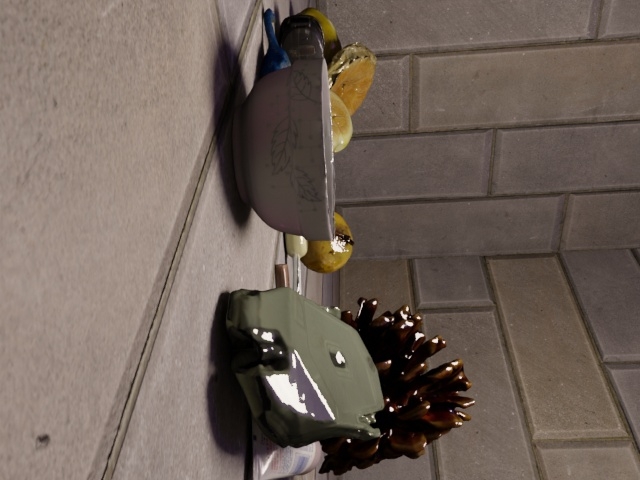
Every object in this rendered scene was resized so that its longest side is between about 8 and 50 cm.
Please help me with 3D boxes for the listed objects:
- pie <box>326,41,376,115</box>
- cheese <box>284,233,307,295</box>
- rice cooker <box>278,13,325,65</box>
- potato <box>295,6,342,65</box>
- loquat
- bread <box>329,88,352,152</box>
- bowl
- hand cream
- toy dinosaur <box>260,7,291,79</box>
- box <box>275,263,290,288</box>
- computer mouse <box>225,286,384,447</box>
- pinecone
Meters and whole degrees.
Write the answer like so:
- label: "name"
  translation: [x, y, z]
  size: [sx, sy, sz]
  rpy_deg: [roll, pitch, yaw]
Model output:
- label: "pie"
  translation: [0.050, -0.432, 1.924]
  size: [0.339, 0.083, 0.339]
  rpy_deg: [-50, 169, -14]
- label: "cheese"
  translation: [-0.056, 0.023, 1.528]
  size: [0.127, 0.050, 0.234]
  rpy_deg: [80, 9, -77]
- label: "rice cooker"
  translation: [-0.045, -0.462, 1.578]
  size: [0.106, 0.112, 0.165]
  rpy_deg: [-96, -176, -63]
- label: "potato"
  translation: [-0.020, -0.574, 1.903]
  size: [0.157, 0.157, 0.194]
  rpy_deg: [-82, 149, -67]
- label: "loquat"
  translation: [0.000, 0.000, 1.701]
  size: [0.204, 0.149, 0.172]
  rpy_deg: [-3, -66, 62]
- label: "bread"
  translation: [-0.007, -0.315, 1.715]
  size: [0.213, 0.105, 0.213]
  rpy_deg: [25, 55, -41]
- label: "bowl"
  translation: [-0.054, -0.138, 1.036]
  size: [0.287, 0.144, 0.286]
  rpy_deg: [-3, 90, -85]
- label: "hand cream"
  translation: [-0.069, 0.338, 1.069]
  size: [0.248, 0.083, 0.133]
  rpy_deg: [56, 24, -60]
- label: "toy dinosaur"
  translation: [-0.099, -0.363, 1.273]
  size: [0.247, 0.075, 0.188]
  rpy_deg: [-63, 142, -71]
- label: "box"
  translation: [-0.077, 0.107, 1.360]
  size: [0.048, 0.025, 0.115]
  rpy_deg: [-10, 97, -87]
- label: "computer mouse"
  translation: [-0.036, 0.202, 0.984]
  size: [0.429, 0.146, 0.228]
  rpy_deg: [36, 34, -61]
- label: "pinecone"
  translation: [0.099, 0.298, 1.360]
  size: [0.398, 0.398, 0.397]
  rpy_deg: [-3, 90, -86]
